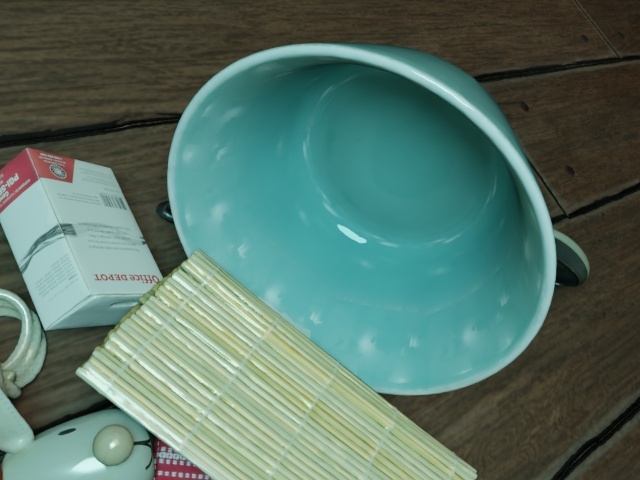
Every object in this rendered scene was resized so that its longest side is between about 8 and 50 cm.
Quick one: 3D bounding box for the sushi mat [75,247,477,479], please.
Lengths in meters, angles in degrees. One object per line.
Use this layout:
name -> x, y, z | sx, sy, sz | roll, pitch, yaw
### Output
sushi mat -> -0.018, 0.144, 0.494 | 0.316, 0.019, 0.151 | 39, 46, -4

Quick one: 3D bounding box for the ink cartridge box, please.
ink cartridge box -> -0.198, 0.002, 0.519 | 0.135, 0.056, 0.099 | 61, 17, 16

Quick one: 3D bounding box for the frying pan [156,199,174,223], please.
frying pan -> 0.012, 0.026, 0.662 | 0.326, 0.053, 0.197 | -13, 70, -20

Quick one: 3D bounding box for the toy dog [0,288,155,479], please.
toy dog -> -0.258, 0.140, 0.348 | 0.333, 0.161, 0.220 | -29, 79, -40

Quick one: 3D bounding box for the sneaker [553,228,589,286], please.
sneaker -> 0.239, 0.035, 0.789 | 0.222, 0.083, 0.118 | 28, 65, -17

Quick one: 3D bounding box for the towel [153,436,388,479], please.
towel -> -0.035, 0.243, 0.472 | 0.198, 0.031, 0.275 | 8, 54, -12

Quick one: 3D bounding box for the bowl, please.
bowl -> 0.046, -0.038, 0.535 | 0.311, 0.311, 0.163 | 39, 44, -4
